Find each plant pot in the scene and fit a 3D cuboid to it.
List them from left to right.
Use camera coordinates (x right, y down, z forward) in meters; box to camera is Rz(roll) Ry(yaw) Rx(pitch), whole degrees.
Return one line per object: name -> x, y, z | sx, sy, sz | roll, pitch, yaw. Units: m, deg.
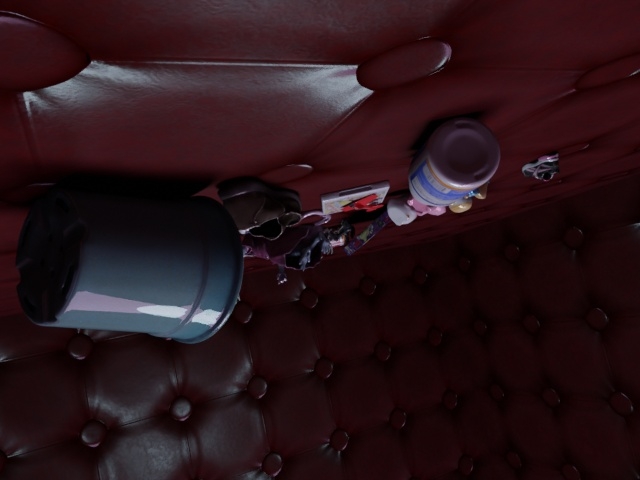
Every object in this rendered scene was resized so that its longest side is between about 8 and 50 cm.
plant pot -> -0.397, 0.044, 1.024 | 0.341, 0.341, 0.334 | -17, 163, 34

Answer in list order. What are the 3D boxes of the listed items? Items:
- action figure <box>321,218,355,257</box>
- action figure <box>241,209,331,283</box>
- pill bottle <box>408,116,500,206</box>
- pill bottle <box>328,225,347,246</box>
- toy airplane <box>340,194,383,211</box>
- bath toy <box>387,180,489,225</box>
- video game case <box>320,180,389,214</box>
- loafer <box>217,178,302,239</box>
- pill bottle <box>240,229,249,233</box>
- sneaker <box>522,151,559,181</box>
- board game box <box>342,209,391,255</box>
action figure -> 0.000, 0.000, 1.974 | 0.275, 0.141, 0.164 | -13, 177, -20
action figure -> -0.176, 0.009, 1.750 | 0.370, 0.276, 0.248 | 6, 173, 35
pill bottle -> 0.287, -0.162, 1.139 | 0.152, 0.152, 0.272 | -12, 173, -4
pill bottle -> 0.039, -0.010, 2.160 | 0.152, 0.086, 0.086 | -12, 173, 1
toy airplane -> 0.137, -0.109, 1.580 | 0.151, 0.028, 0.151 | -13, 171, -2
bath toy -> 0.368, -0.139, 1.610 | 0.348, 0.151, 0.129 | -21, -156, 53
video game case -> 0.105, -0.131, 1.577 | 0.206, 0.026, 0.227 | -12, 173, 0
loafer -> -0.146, -0.060, 1.283 | 0.133, 0.130, 0.366 | -15, 172, 20
pill bottle -> -0.208, -0.056, 1.460 | 0.120, 0.067, 0.067 | -11, 173, -13
sneaker -> 0.738, -0.231, 1.672 | 0.072, 0.077, 0.178 | -11, 173, -2
board game box -> 0.202, -0.038, 2.026 | 0.208, 0.056, 0.347 | -45, 178, -10
